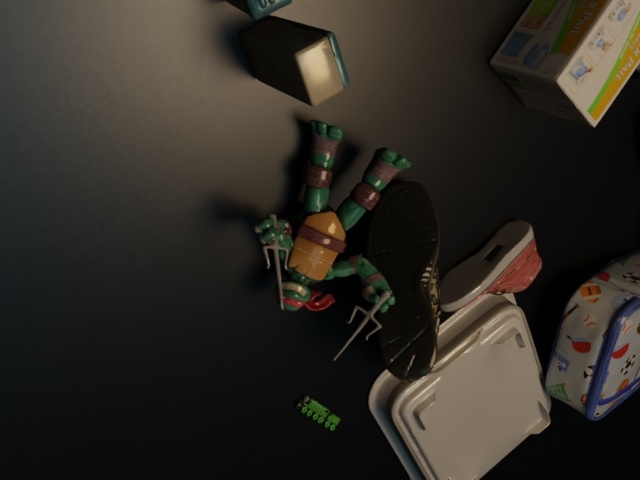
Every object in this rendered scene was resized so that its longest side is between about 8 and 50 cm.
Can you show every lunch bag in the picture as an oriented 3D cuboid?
[{"bbox_3d":[0.501,0.153,1.096,0.304,0.115,0.243,-15,120,-36],"label":"lunch bag"}]

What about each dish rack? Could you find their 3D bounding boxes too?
[{"bbox_3d":[0.241,0.258,1.039,0.286,0.072,0.332,-36,126,-10],"label":"dish rack"}]

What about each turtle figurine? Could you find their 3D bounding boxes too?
[{"bbox_3d":[0.000,0.000,0.724,0.175,0.118,0.234,20,92,-29],"label":"turtle figurine"}]

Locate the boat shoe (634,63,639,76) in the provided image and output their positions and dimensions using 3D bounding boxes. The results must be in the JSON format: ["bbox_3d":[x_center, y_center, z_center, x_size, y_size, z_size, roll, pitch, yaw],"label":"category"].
[{"bbox_3d":[0.546,-0.326,0.854,0.335,0.121,0.119,-29,156,28],"label":"boat shoe"}]

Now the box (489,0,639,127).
[{"bbox_3d":[0.320,-0.257,0.795,0.103,0.114,0.203,31,94,-39],"label":"box"}]

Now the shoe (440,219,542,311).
[{"bbox_3d":[0.239,0.056,0.936,0.178,0.063,0.081,-41,123,-13],"label":"shoe"}]

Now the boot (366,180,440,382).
[{"bbox_3d":[0.106,0.062,0.840,0.085,0.236,0.178,-2,163,7],"label":"boot"}]

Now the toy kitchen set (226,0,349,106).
[{"bbox_3d":[0.000,-0.257,0.590,0.166,0.122,0.207,-32,127,-14],"label":"toy kitchen set"}]

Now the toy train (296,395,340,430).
[{"bbox_3d":[-0.002,0.233,0.908,0.023,0.017,0.083,-54,129,-9],"label":"toy train"}]
